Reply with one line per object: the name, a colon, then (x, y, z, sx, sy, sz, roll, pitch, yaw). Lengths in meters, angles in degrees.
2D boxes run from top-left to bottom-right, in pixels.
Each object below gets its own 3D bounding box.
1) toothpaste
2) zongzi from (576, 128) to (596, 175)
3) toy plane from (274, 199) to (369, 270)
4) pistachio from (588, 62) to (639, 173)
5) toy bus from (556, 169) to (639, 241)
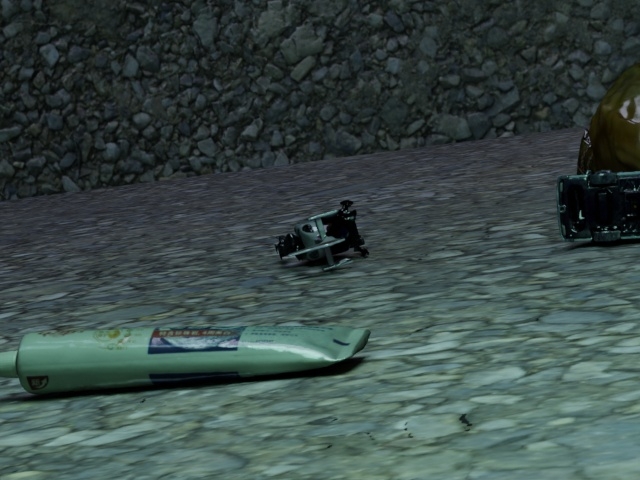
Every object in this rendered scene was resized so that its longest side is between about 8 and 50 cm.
toothpaste: (-0.089, 0.068, 1.065, 0.233, 0.038, 0.060, -4, 10, 13)
zongzi: (0.341, -0.085, 2.085, 0.073, 0.067, 0.083, 2, 20, -23)
toy plane: (0.001, 0.000, 1.618, 0.078, 0.053, 0.197, -16, 5, -4)
pistachio: (0.299, -0.093, 1.589, 0.165, 0.130, 0.210, -50, 15, 25)
toy bus: (0.261, -0.030, 1.468, 0.123, 0.060, 0.075, -3, 2, 27)
